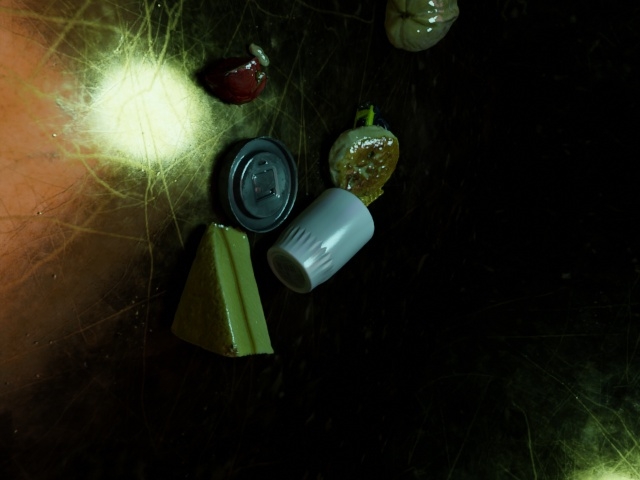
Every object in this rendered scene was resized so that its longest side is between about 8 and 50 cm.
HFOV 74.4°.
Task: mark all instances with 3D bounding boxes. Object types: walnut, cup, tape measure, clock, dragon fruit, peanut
[{"bbox_3d":[0.426,-0.963,1.769,0.344,0.306,0.306,-32,124,-39],"label":"walnut"},{"bbox_3d":[0.000,0.000,1.531,0.371,0.253,0.253,-43,131,-32],"label":"cup"},{"bbox_3d":[0.205,-0.453,1.764,0.199,0.112,0.186,34,59,-46],"label":"tape measure"},{"bbox_3d":[-0.197,-0.180,1.372,0.313,0.061,0.312,-19,115,-48],"label":"clock"},{"bbox_3d":[-0.229,-0.441,1.213,0.127,0.121,0.161,-55,142,-18],"label":"dragon fruit"},{"bbox_3d":[-0.187,-0.570,1.295,0.083,0.037,0.037,43,66,-44],"label":"peanut"}]

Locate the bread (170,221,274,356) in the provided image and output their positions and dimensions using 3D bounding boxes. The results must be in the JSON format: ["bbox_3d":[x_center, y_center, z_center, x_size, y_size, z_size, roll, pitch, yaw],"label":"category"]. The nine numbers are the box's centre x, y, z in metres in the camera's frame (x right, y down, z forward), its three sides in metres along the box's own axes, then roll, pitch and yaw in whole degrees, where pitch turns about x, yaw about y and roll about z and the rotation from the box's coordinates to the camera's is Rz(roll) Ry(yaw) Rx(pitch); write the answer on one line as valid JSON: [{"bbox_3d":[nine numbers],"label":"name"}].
[{"bbox_3d":[-0.250,0.132,1.250,0.233,0.245,0.361,27,75,-66],"label":"bread"}]

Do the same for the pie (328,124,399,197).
[{"bbox_3d":[0.173,-0.305,1.672,0.315,0.092,0.315,-15,127,-20],"label":"pie"}]

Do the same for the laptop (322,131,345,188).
[{"bbox_3d":[0.090,-0.321,1.734,0.207,0.026,0.154,-60,141,-20],"label":"laptop"}]

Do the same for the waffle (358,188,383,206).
[{"bbox_3d":[0.218,-0.282,1.868,0.229,0.057,0.219,-41,135,-39],"label":"waffle"}]
